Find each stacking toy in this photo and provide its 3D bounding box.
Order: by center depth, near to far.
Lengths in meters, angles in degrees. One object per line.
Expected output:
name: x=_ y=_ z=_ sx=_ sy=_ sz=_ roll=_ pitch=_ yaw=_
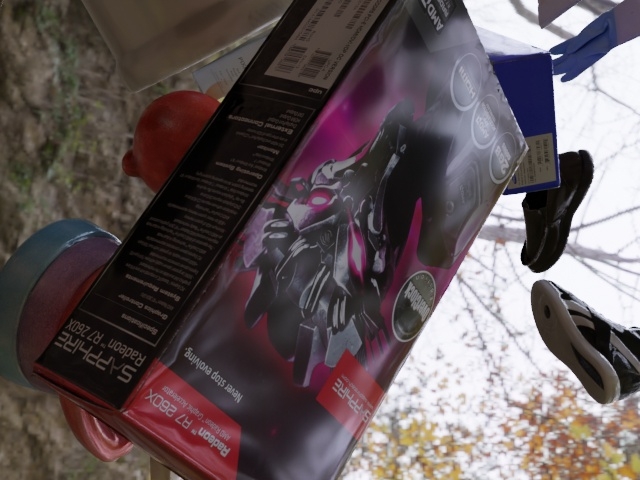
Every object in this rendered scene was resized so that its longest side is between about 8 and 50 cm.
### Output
stacking toy: x=-0.133 y=0.043 z=0.789 sx=0.130 sy=0.279 sz=0.309 roll=19 pitch=-129 yaw=25

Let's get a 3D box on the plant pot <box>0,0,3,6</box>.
plant pot: x=-0.344 y=-0.268 z=0.696 sx=0.215 sy=0.230 sz=0.215 roll=-37 pitch=-135 yaw=48

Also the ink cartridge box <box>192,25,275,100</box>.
ink cartridge box: x=-0.034 y=-0.219 z=1.046 sx=0.179 sy=0.145 sz=0.045 roll=-13 pitch=-69 yaw=38

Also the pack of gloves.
pack of gloves: x=0.425 y=-0.347 z=1.407 sx=0.232 sy=0.046 sz=0.195 roll=-29 pitch=-125 yaw=50

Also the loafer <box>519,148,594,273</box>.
loafer: x=0.328 y=-0.046 z=1.395 sx=0.080 sy=0.078 sz=0.220 roll=-89 pitch=-171 yaw=-52

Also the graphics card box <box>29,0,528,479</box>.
graphics card box: x=0.000 y=0.000 z=0.669 sx=0.094 sy=0.233 sz=0.371 roll=17 pitch=-114 yaw=38

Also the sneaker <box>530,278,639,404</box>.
sneaker: x=0.369 y=0.124 z=1.239 sx=0.217 sy=0.121 sz=0.079 roll=-116 pitch=-159 yaw=-50

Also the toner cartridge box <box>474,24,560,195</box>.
toner cartridge box: x=0.221 y=-0.185 z=1.264 sx=0.348 sy=0.075 sz=0.165 roll=-110 pitch=-168 yaw=-71

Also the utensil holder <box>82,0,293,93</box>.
utensil holder: x=-0.155 y=-0.402 z=1.004 sx=0.328 sy=0.327 sz=0.385 roll=-14 pitch=-70 yaw=44
